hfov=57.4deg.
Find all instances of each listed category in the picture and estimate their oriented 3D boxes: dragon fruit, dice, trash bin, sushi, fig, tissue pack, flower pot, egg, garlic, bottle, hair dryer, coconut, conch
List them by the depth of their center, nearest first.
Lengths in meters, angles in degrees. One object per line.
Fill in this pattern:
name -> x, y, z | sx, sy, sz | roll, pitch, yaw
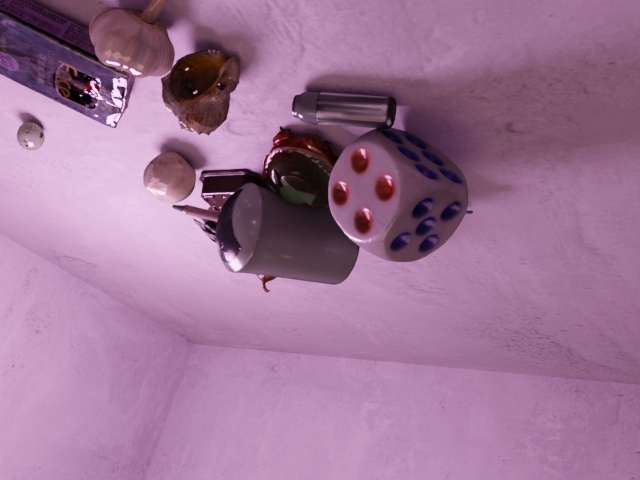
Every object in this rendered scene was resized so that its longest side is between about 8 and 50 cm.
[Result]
garlic -> -0.407, -0.490, 1.317 | 0.199, 0.199, 0.226 | 27, 122, -21
bottle -> 0.058, -0.318, 1.444 | 0.254, 0.079, 0.096 | 8, 150, 15
conch -> -0.294, -0.378, 1.457 | 0.178, 0.162, 0.245 | 18, 129, -42
dice -> 0.193, -0.115, 1.480 | 0.243, 0.259, 0.251 | 3, 130, -40
tissue pack -> -0.668, -0.466, 1.525 | 0.362, 0.122, 0.259 | 26, 150, -16
dragon fruit -> -0.047, -0.197, 1.707 | 0.269, 0.130, 0.295 | 7, 153, 8
trash bin -> -0.117, -0.011, 1.859 | 0.432, 0.280, 0.280 | 13, 159, -30
coconut -> -0.500, -0.207, 1.911 | 0.161, 0.161, 0.162 | -1, 148, 32
egg -> -0.976, -0.354, 1.971 | 0.085, 0.085, 0.110 | 19, 136, -5
flower pot -> -0.296, -0.154, 1.978 | 0.251, 0.084, 0.179 | 2, 151, 29
hair dryer -> -0.400, -0.093, 2.051 | 0.220, 0.053, 0.195 | 15, -173, -45
sushi -> -0.380, -0.026, 2.295 | 0.215, 0.050, 0.192 | 25, 161, 30
fig -> -0.217, 0.134, 2.388 | 0.134, 0.201, 0.146 | -13, 149, 31

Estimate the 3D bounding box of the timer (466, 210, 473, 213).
timer -> 0.290, -0.068, 1.712 | 0.256, 0.175, 0.175 | 21, 154, -1
